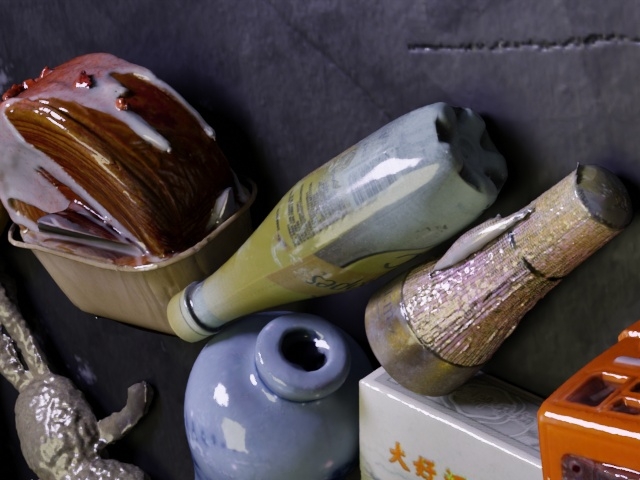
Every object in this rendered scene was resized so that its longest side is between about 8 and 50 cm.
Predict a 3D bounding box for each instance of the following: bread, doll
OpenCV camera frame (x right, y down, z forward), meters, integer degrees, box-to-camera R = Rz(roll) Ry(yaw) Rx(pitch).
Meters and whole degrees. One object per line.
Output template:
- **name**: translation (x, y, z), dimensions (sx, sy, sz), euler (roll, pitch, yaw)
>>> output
- **bread**: translation (-0.157, -0.031, 1.139), dimensions (0.224, 0.142, 0.212), euler (9, 133, 45)
- **doll**: translation (-0.247, 0.174, 1.389), dimensions (0.286, 0.091, 0.202), euler (31, 98, 18)

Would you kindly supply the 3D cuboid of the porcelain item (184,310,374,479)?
- **porcelain item**: translation (-0.039, 0.146, 1.118), dimensions (0.141, 0.141, 0.259), euler (48, 145, 18)

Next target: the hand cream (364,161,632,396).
- **hand cream**: translation (0.114, 0.021, 0.934), dimensions (0.203, 0.084, 0.084), euler (-41, 79, 44)

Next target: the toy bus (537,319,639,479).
- **toy bus**: translation (0.277, 0.135, 0.757), dimensions (0.329, 0.153, 0.143), euler (9, 115, 44)

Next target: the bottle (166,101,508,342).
- **bottle**: translation (0.000, 0.000, 0.996), dimensions (0.270, 0.083, 0.083), euler (-31, 86, 35)

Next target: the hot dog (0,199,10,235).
- **hot dog**: translation (-0.325, -0.019, 1.372), dimensions (0.289, 0.068, 0.083), euler (-49, 29, 47)

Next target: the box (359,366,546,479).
- **box**: translation (0.108, 0.219, 1.045), dimensions (0.164, 0.069, 0.256), euler (22, 125, 38)
